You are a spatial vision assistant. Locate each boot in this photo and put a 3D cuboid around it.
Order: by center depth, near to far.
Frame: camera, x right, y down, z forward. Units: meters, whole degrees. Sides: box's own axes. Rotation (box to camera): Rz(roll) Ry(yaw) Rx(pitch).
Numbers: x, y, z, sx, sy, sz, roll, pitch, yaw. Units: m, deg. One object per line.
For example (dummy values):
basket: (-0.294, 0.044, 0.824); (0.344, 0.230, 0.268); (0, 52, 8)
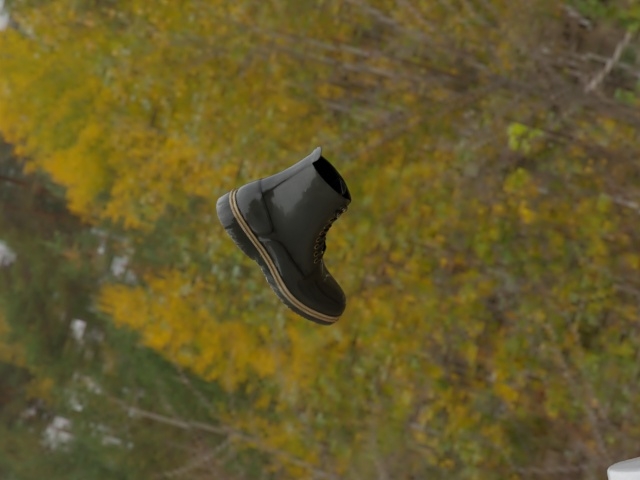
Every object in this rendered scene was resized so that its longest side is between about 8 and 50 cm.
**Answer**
boot: (0.000, 0.000, 1.469); (0.137, 0.198, 0.077); (-28, 34, 26)

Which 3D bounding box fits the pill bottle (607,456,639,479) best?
pill bottle: (0.341, 0.323, 1.208); (0.153, 0.153, 0.264); (136, 124, -85)
